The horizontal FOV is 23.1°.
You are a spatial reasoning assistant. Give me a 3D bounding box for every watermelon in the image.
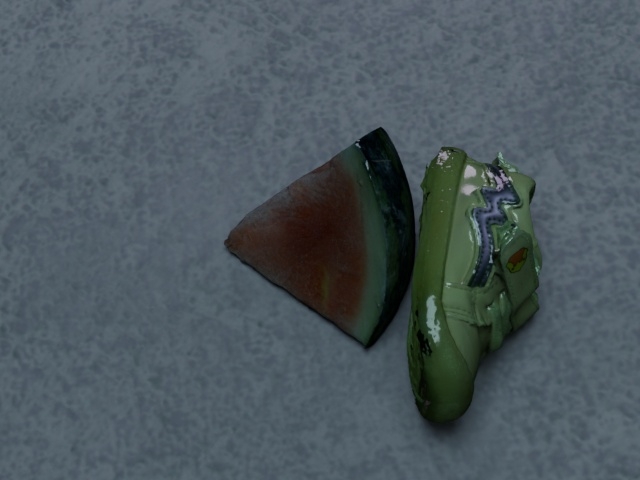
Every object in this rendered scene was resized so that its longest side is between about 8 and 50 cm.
[{"bbox_3d":[0.024,-0.001,1.468,0.202,0.136,0.207,-8,82,48],"label":"watermelon"}]

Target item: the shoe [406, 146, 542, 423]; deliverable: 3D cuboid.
[{"bbox_3d":[0.130,0.028,1.372,0.128,0.140,0.262,-5,55,13],"label":"shoe"}]
